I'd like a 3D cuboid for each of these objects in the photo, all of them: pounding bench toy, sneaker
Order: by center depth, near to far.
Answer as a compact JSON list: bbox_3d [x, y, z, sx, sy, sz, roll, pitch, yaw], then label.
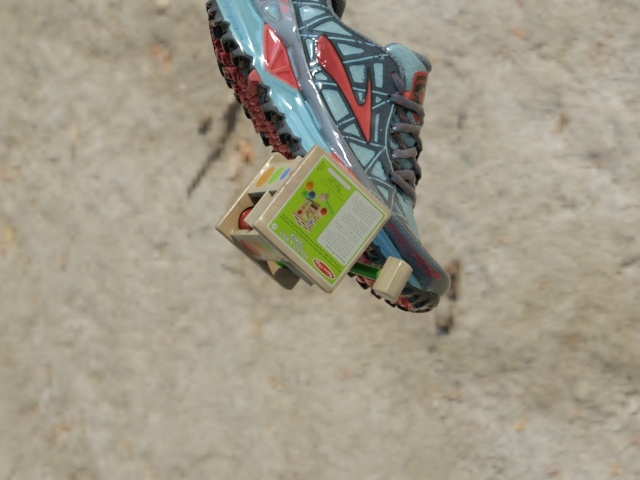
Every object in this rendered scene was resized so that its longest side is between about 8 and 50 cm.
[{"bbox_3d":[0.000,0.000,0.780,0.052,0.083,0.065,-53,18,-15],"label":"pounding bench toy"},{"bbox_3d":[0.030,-0.079,1.036,0.262,0.125,0.104,60,172,12],"label":"sneaker"}]
